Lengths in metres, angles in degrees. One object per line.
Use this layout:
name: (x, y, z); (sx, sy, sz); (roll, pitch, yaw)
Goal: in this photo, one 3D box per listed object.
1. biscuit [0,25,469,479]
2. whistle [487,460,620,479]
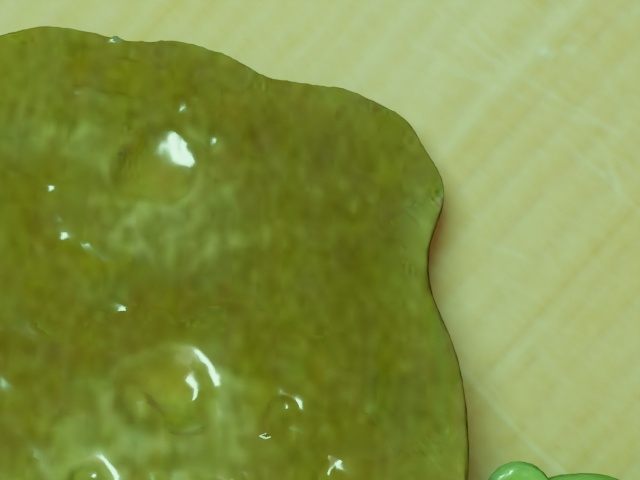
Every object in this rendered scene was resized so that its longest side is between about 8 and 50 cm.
biscuit: (-0.113, 0.061, 0.953); (0.385, 0.062, 0.365); (4, 66, -14)
whistle: (0.213, 0.192, 1.030); (0.288, 0.106, 0.131); (1, 96, -2)
